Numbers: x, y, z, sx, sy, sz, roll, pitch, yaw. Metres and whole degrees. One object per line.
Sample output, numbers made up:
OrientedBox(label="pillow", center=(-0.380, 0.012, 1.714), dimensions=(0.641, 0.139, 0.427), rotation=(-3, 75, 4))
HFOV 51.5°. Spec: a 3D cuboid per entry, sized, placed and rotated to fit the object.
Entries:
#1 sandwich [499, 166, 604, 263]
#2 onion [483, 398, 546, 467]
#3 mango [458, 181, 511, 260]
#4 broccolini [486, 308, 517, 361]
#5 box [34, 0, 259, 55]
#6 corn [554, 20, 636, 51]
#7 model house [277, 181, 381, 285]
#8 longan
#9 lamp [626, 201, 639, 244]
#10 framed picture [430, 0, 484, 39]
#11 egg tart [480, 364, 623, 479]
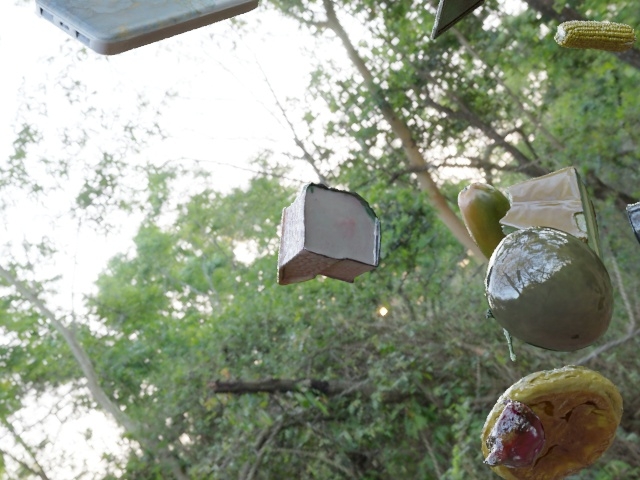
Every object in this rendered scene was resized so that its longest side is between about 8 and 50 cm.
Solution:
OrientedBox(label="sandwich", center=(0.533, -0.021, 1.549), dimensions=(0.198, 0.228, 0.155), rotation=(-18, -40, 29))
OrientedBox(label="onion", center=(0.488, 0.512, 1.665), dimensions=(0.198, 0.135, 0.173), rotation=(-47, -30, -45))
OrientedBox(label="mango", center=(0.499, -0.035, 1.923), dimensions=(0.146, 0.289, 0.129), rotation=(-18, 6, 33))
OrientedBox(label="broccolini", center=(0.575, 0.283, 2.056), dimensions=(0.052, 0.194, 0.054), rotation=(6, -38, -41))
OrientedBox(label="box", center=(-0.220, -0.317, 0.885), dimensions=(0.285, 0.142, 0.044), rotation=(-37, -26, -42))
OrientedBox(label="corn", center=(0.760, -0.564, 1.827), dimensions=(0.238, 0.080, 0.080), rotation=(2, -29, -12))
OrientedBox(label="model house", center=(0.000, 0.000, 1.737), dimensions=(0.236, 0.203, 0.237), rotation=(11, -27, -29))
OrientedBox(label="longan", center=(0.422, 0.092, 1.227), dimensions=(0.246, 0.246, 0.215), rotation=(-30, -3, -39))
OrientedBox(label="lamp", center=(0.788, -0.062, 1.393), dimensions=(0.227, 0.147, 0.172), rotation=(-29, 22, 35))
OrientedBox(label="framed picture", center=(0.398, -0.688, 1.776), dimensions=(0.213, 0.016, 0.289), rotation=(-39, -16, -15))
OrientedBox(label="egg tart", center=(0.663, 0.524, 1.942), dimensions=(0.443, 0.443, 0.178), rotation=(-45, 27, 11))
